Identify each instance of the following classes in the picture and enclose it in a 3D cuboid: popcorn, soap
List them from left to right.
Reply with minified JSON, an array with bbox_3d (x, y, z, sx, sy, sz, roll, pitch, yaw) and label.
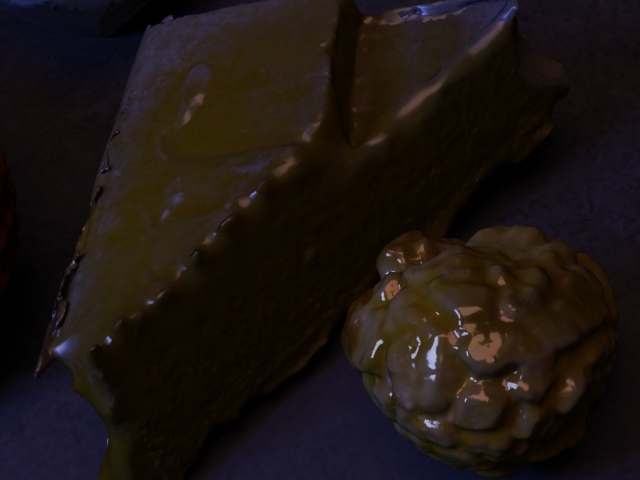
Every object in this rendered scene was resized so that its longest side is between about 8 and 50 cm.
[{"bbox_3d":[0.000,0.000,0.910,0.304,0.169,0.339,-6,52,22],"label":"soap"},{"bbox_3d":[0.103,0.062,0.850,0.180,0.170,0.180,7,72,-21],"label":"popcorn"}]

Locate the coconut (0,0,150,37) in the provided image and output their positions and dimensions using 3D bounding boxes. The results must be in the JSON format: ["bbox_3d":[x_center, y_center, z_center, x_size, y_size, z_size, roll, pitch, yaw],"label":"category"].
[{"bbox_3d":[-0.214,-0.281,1.148,0.241,0.241,0.241,-7,52,9],"label":"coconut"}]

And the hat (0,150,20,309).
[{"bbox_3d":[-0.359,-0.047,1.038,0.285,0.285,0.400,-14,25,3],"label":"hat"}]
